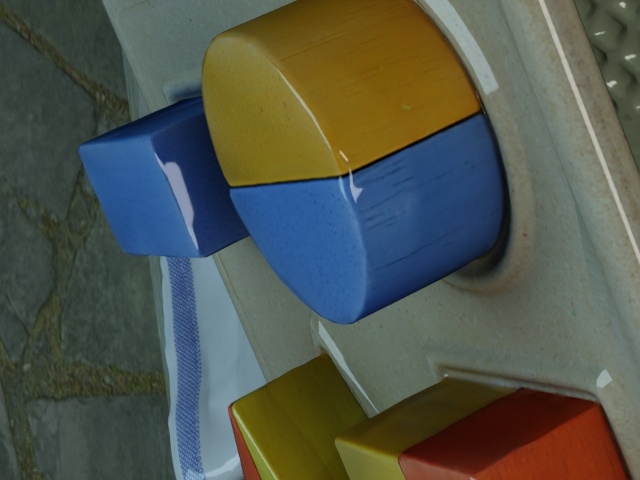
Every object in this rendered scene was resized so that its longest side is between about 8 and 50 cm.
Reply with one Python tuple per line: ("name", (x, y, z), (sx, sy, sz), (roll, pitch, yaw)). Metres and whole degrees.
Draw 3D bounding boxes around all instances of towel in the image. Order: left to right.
("towel", (0.000, 0.000, 0.949), (0.285, 0.034, 0.209), (-43, 37, 31))

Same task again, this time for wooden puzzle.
("wooden puzzle", (0.011, 0.029, 0.564), (0.322, 0.081, 0.347), (2, 111, 67))

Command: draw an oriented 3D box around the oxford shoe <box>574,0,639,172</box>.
("oxford shoe", (0.131, 0.007, 0.599), (0.130, 0.169, 0.449), (-41, -55, -50))
